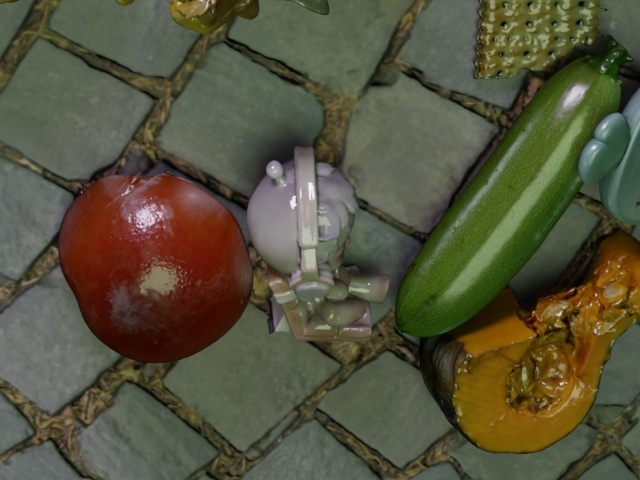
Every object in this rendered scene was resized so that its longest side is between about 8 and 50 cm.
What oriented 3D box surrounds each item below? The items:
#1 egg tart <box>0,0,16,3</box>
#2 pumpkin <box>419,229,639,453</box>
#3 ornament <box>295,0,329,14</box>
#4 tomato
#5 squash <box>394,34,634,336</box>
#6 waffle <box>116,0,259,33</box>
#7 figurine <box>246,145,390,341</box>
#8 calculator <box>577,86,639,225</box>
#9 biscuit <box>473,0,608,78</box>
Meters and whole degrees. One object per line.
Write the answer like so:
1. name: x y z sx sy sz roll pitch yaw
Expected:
1. egg tart: -0.321 -0.332 1.782 0.290 0.115 0.290 0 128 0
2. pumpkin: 0.232 0.097 2.191 0.190 0.139 0.280 21 109 -21
3. ornament: 0.023 -0.308 1.976 0.075 0.081 0.156 15 118 -44
4. tomato: -0.176 0.042 2.067 0.199 0.112 0.228 -31 114 23
5. squash: 0.215 -0.050 2.128 0.107 0.107 0.395 29 104 -23
6. waffle: -0.068 -0.355 1.813 0.261 0.151 0.324 -38 160 -34
7. figurine: -0.004 0.000 2.082 0.141 0.162 0.237 -7 130 3
8. calculator: 0.390 -0.101 2.123 0.295 0.042 0.184 0 119 -38
9. biscuit: 0.237 -0.268 2.073 0.144 0.016 0.203 -3 116 -10
